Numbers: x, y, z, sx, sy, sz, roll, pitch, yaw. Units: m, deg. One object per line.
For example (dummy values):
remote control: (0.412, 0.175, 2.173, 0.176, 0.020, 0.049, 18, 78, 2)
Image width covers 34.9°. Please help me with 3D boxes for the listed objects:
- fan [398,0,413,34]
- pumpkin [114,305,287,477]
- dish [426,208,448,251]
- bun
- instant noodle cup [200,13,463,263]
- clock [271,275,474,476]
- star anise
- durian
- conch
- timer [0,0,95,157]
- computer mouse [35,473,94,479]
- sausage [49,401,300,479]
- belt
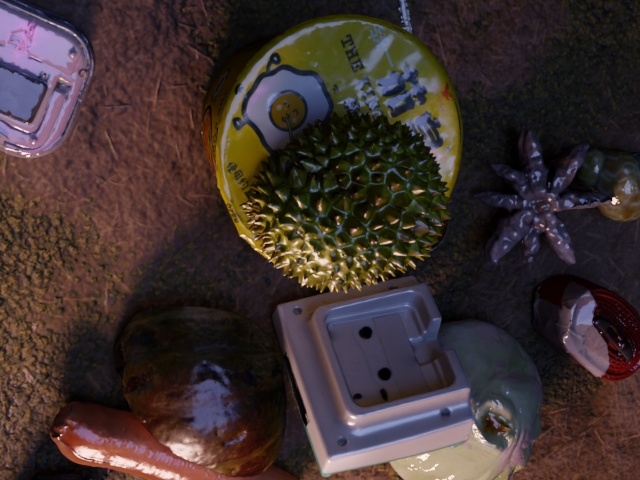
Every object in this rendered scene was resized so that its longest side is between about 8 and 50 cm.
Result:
fan: (0.099, -0.415, 1.440, 0.233, 0.012, 0.415, -22, 111, -11)
pumpkin: (-0.131, 0.217, 1.426, 0.312, 0.148, 0.169, 33, 119, -27)
dish: (0.112, -0.030, 1.524, 0.141, 0.078, 0.141, 10, 63, -20)
bun: (0.238, 0.276, 1.585, 0.293, 0.187, 0.293, -7, 107, -22)
instant noodle cup: (-0.012, -0.140, 1.341, 0.325, 0.254, 0.326, -6, 107, -19)
clock: (0.076, 0.179, 1.454, 0.231, 0.262, 0.116, -9, 146, -18)
star anise: (0.336, -0.056, 1.577, 0.236, 0.093, 0.229, -38, 102, 1)
durian: (0.031, -0.043, 1.157, 0.236, 0.176, 0.200, -22, 91, -2)
conch: (0.483, -0.088, 1.631, 0.172, 0.106, 0.116, 1, 96, -36)
timer: (-0.397, -0.210, 1.279, 0.208, 0.069, 0.191, 19, 99, -25)
computer mouse: (-0.386, 0.445, 1.447, 0.147, 0.088, 0.264, 32, 91, -8)
sausage: (-0.196, 0.327, 1.487, 0.418, 0.094, 0.094, 25, 65, -24)
belt: (0.448, 0.144, 1.664, 0.201, 0.124, 0.128, 40, 86, -25)
